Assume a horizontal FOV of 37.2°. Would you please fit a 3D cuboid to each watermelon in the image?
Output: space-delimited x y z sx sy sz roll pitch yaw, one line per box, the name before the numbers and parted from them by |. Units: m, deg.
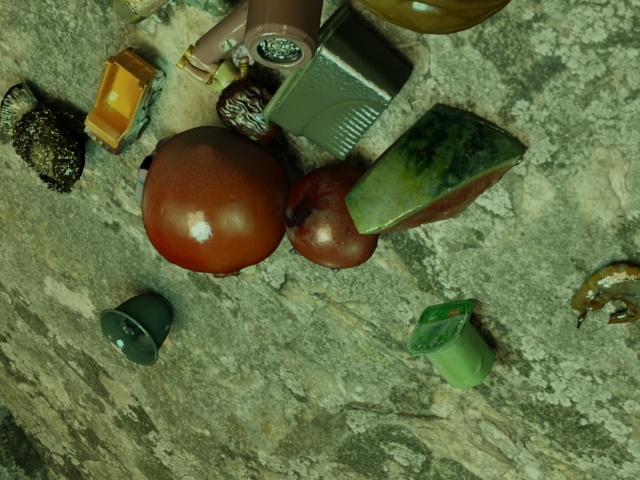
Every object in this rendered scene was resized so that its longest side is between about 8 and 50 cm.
watermelon | 0.201 -0.107 1.719 0.310 0.232 0.193 -44 93 6

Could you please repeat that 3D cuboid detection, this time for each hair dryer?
hair dryer | -0.124 -0.372 1.675 0.125 0.210 0.352 21 153 -32

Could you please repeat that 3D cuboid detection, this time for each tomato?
tomato | 0.025 -0.049 1.879 0.184 0.208 0.208 14 144 -16
tomato | -0.216 -0.087 1.960 0.321 0.321 0.322 22 138 21

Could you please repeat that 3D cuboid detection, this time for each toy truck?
toy truck | -0.425 -0.298 2.065 0.114 0.135 0.270 38 141 2

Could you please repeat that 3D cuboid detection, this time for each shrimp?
shrimp | 0.538 0.113 1.746 0.132 0.052 0.187 43 138 -3

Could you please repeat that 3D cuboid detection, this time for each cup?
cup | -0.479 0.219 2.587 0.199 0.150 0.199 22 137 21

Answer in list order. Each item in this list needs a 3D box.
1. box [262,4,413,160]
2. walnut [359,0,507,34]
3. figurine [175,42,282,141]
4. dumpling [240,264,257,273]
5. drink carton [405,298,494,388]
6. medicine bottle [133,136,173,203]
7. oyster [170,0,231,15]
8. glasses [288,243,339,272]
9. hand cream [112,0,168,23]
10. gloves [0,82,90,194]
box | 0.028 -0.270 1.734 0.178 0.138 0.274 37 142 -3
walnut | 0.135 -0.468 1.310 0.397 0.308 0.354 33 162 7
figurine | -0.168 -0.296 1.876 0.240 0.116 0.174 44 141 -4
dumpling | -0.202 0.005 2.207 0.169 0.100 0.134 43 154 0
drink carton | 0.283 0.228 1.998 0.146 0.144 0.142 -13 124 45
medicine bottle | -0.352 -0.147 2.182 0.119 0.094 0.188 33 141 7
oyster | -0.224 -0.492 1.675 0.198 0.267 0.112 -37 63 35
glasses | 0.000 0.000 2.065 0.140 0.062 0.104 24 137 17
hand cream | -0.313 -0.487 1.848 0.203 0.084 0.084 -10 120 38
gloves | -0.654 -0.244 2.297 0.312 0.135 0.210 50 124 21
